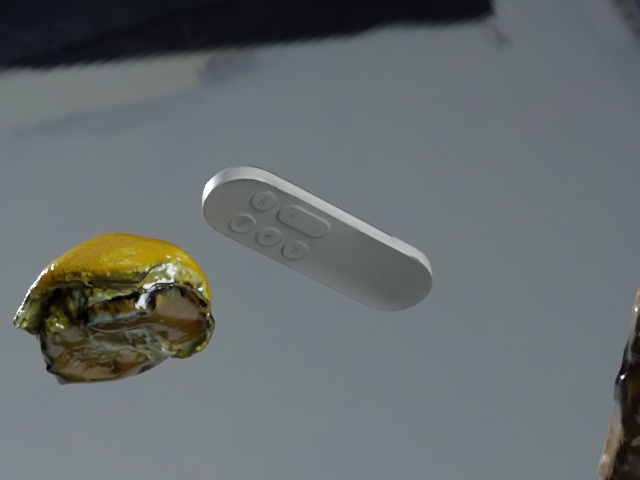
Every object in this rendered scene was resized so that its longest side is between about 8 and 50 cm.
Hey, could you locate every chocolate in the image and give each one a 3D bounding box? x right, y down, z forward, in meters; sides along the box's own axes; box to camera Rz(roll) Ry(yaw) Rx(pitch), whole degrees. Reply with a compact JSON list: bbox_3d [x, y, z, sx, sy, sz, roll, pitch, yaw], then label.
[{"bbox_3d":[0.302,0.141,1.501,0.093,0.148,0.214,-48,-33,-56],"label":"chocolate"}]

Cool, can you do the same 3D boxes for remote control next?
[{"bbox_3d":[0.000,0.000,1.706,0.245,0.022,0.077,27,-53,-28],"label":"remote control"}]

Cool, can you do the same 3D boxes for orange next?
[{"bbox_3d":[-0.174,0.052,1.609,0.170,0.112,0.160,6,-33,-5],"label":"orange"}]
